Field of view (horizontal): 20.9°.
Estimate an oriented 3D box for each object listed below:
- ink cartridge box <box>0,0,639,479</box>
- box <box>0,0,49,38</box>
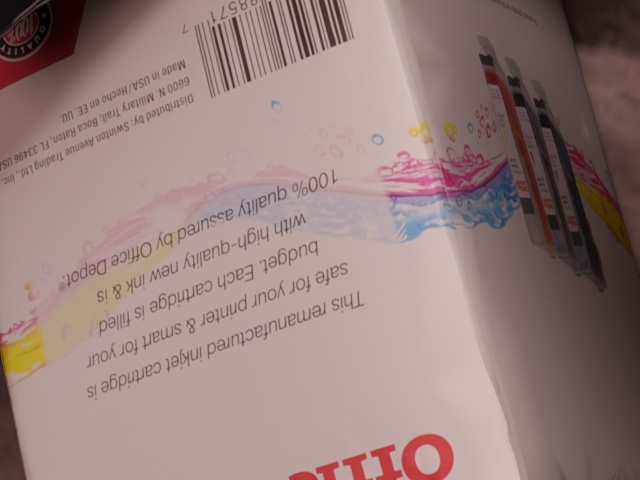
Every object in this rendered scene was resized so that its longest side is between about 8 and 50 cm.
[{"bbox_3d":[0.000,0.000,0.449,0.128,0.127,0.176,-20,75,26],"label":"ink cartridge box"},{"bbox_3d":[-0.049,-0.256,0.386,0.294,0.183,0.296,-33,54,7],"label":"box"}]
